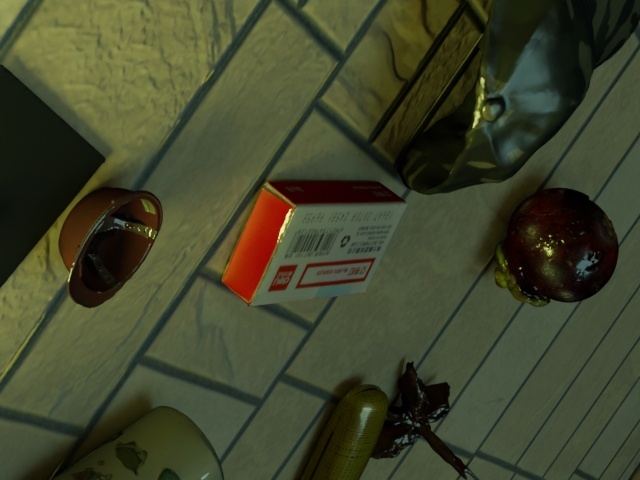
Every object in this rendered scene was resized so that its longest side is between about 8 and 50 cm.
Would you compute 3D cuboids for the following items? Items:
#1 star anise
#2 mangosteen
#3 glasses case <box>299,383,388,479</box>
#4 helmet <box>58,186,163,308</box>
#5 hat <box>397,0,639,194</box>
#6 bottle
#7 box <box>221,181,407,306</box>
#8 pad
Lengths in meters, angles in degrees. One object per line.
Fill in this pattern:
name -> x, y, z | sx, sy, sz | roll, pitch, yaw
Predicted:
star anise -> 0.150, 0.266, 1.804 | 0.140, 0.144, 0.158 | 20, 104, -52
mangosteen -> 0.313, 0.018, 1.784 | 0.180, 0.166, 0.166 | -39, 157, 23
glasses case -> 0.022, 0.291, 1.713 | 0.079, 0.064, 0.234 | 0, 121, -48
helmet -> -0.189, -0.005, 1.098 | 0.111, 0.057, 0.089 | -54, 155, -13
hat -> 0.262, -0.207, 1.430 | 0.381, 0.257, 0.366 | -8, 131, -29
bottle -> -0.221, 0.274, 1.281 | 0.253, 0.120, 0.120 | -33, 144, -32
box -> 0.001, 0.000, 1.394 | 0.229, 0.050, 0.123 | -5, 126, -55
pad -> -0.281, -0.003, 1.017 | 0.245, 0.006, 0.170 | -52, 151, -5
